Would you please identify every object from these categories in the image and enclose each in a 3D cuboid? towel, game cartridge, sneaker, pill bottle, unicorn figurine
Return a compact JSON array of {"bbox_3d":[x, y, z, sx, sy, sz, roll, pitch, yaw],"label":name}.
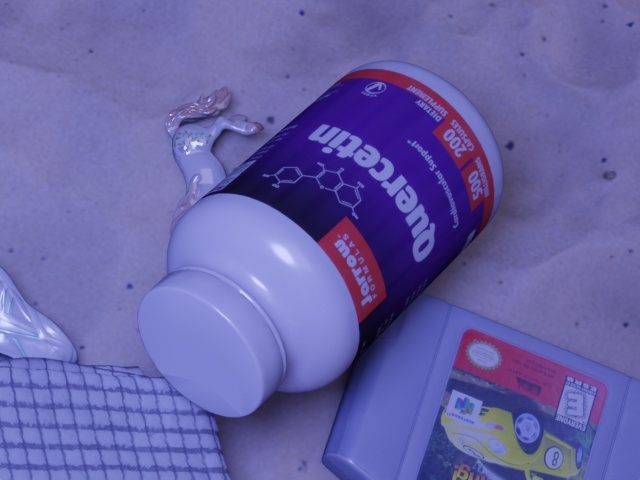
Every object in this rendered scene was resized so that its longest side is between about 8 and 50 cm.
[{"bbox_3d":[-0.197,0.214,1.442,0.283,0.121,0.235,5,58,-43],"label":"towel"},{"bbox_3d":[0.159,0.177,1.628,0.294,0.060,0.196,21,70,-6],"label":"game cartridge"},{"bbox_3d":[-0.271,0.062,1.556,0.152,0.054,0.061,45,69,4],"label":"sneaker"},{"bbox_3d":[0.000,0.000,1.548,0.181,0.181,0.323,43,52,4],"label":"pill bottle"},{"bbox_3d":[-0.092,-0.052,1.649,0.111,0.060,0.162,-16,59,-19],"label":"unicorn figurine"}]
